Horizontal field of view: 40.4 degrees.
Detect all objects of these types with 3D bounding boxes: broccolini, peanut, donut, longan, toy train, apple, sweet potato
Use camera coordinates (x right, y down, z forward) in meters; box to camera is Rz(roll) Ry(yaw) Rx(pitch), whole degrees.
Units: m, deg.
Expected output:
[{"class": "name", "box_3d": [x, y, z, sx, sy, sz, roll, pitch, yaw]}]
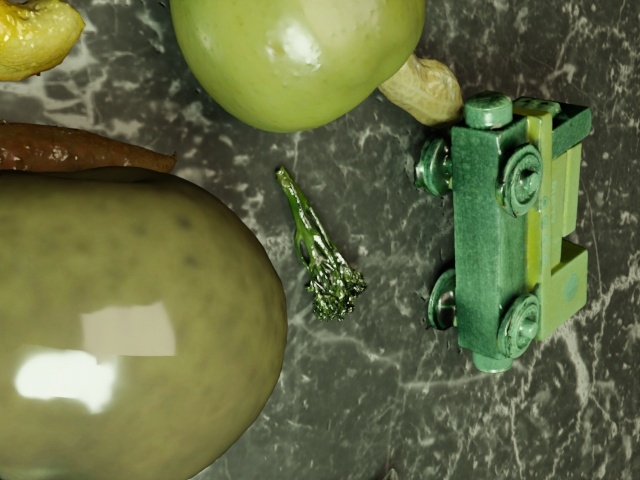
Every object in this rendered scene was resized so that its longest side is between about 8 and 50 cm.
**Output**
[{"class": "broccolini", "box_3d": [-0.011, 0.003, 1.061, 0.074, 0.058, 0.201, -35, 99, -49]}, {"class": "peanut", "box_3d": [0.125, -0.207, 1.130, 0.174, 0.080, 0.080, 27, 75, -39]}, {"class": "donut", "box_3d": [-0.291, -0.234, 0.775, 0.146, 0.078, 0.181, -18, 103, -41]}, {"class": "longan", "box_3d": [-0.194, 0.067, 0.742, 0.350, 0.288, 0.289, 10, 86, -33]}, {"class": "toy train", "box_3d": [0.260, -0.023, 1.182, 0.253, 0.160, 0.397, -29, 123, -39]}, {"class": "apple", "box_3d": [-0.025, -0.247, 0.907, 0.279, 0.279, 0.279, -3, 95, -41]}, {"class": "sweet potato", "box_3d": [-0.262, -0.080, 0.816, 0.314, 0.066, 0.072, -9, 118, -42]}]

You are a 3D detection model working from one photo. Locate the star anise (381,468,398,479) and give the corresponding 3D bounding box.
[{"class": "star anise", "box_3d": [0.049, 0.406, 1.095, 0.209, 0.089, 0.231, 56, 47, -19]}]
